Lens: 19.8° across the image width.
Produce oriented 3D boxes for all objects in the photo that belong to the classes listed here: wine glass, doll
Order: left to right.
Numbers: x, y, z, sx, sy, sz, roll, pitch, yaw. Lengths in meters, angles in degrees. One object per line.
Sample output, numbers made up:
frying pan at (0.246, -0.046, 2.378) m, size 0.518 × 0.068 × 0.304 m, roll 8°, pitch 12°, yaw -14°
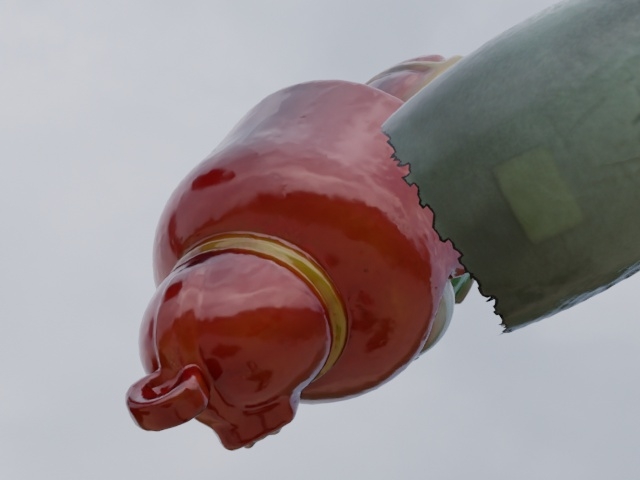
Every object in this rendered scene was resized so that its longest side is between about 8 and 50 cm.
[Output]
doll at (0.000, 0.001, 1.029) m, size 0.183 × 0.363 × 0.160 m, roll -9°, pitch -65°, yaw 35°
wine glass at (0.161, -0.083, 0.514) m, size 0.309 × 0.096 × 0.264 m, roll -31°, pitch -3°, yaw 5°
